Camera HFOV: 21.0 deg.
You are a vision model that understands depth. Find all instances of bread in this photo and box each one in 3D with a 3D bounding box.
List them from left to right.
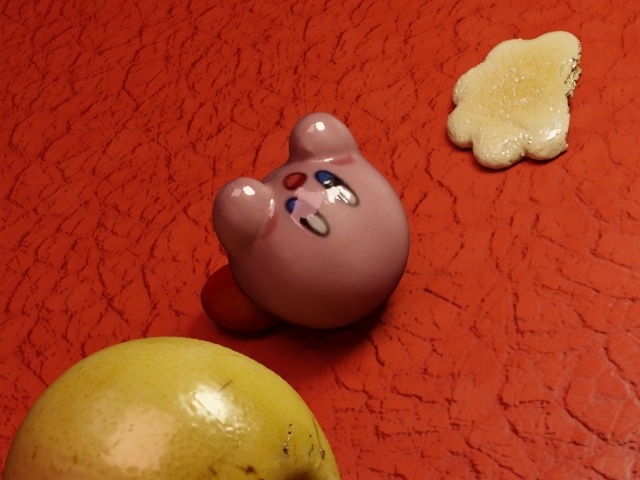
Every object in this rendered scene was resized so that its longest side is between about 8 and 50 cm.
[{"bbox_3d":[0.255,-0.191,2.298,0.182,0.039,0.251,-6,44,21],"label":"bread"}]

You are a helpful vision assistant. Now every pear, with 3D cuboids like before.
[{"bbox_3d":[-0.149,0.265,1.771,0.348,0.348,0.348,-14,41,13],"label":"pear"}]

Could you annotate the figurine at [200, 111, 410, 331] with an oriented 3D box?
[{"bbox_3d":[0.004,0.007,2.097,0.270,0.261,0.211,-41,69,-20],"label":"figurine"}]
